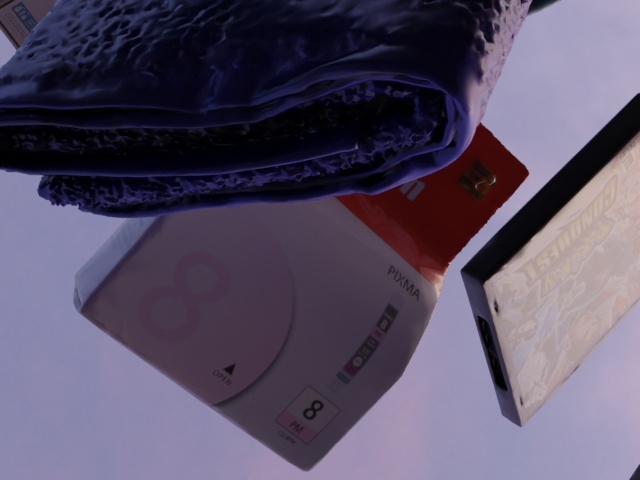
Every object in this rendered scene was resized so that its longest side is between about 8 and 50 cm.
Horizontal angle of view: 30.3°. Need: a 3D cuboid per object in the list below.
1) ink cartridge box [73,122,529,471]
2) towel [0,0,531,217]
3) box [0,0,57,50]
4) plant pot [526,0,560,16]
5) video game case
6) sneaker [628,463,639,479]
[{"bbox_3d":[0.000,0.000,0.695,0.232,0.066,0.189,-46,-62,8],"label":"ink cartridge box"},{"bbox_3d":[0.007,-0.135,0.525,0.076,0.227,0.308,62,-140,-39],"label":"towel"},{"bbox_3d":[-0.159,-0.251,1.162,0.290,0.169,0.087,-26,-146,9],"label":"box"},{"bbox_3d":[0.105,-0.357,0.980,0.271,0.255,0.272,-13,-136,13],"label":"plant pot"},{"bbox_3d":[0.264,0.025,1.204,0.275,0.248,0.035,-43,-131,-19],"label":"video game case"},{"bbox_3d":[0.264,0.218,0.854,0.302,0.121,0.108,-42,-123,-4],"label":"sneaker"}]
